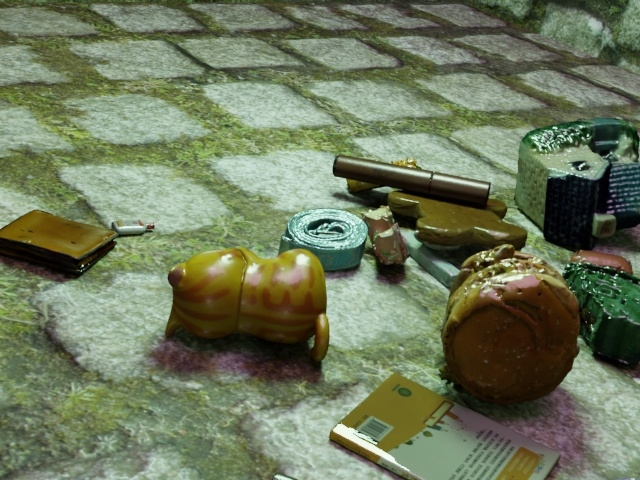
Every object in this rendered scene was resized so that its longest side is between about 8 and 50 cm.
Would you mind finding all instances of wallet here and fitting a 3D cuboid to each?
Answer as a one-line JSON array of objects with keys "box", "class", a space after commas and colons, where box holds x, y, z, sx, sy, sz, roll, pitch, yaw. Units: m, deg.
[{"box": [-0.496, 0.001, 1.784, 0.196, 0.041, 0.161, 14, 22, 11], "class": "wallet"}]

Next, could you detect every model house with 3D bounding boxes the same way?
[{"box": [0.640, -0.114, 2.205, 0.299, 0.243, 0.284, -8, 34, -10], "class": "model house"}]

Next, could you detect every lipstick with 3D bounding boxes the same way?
[{"box": [0.202, -0.138, 2.158, 0.357, 0.057, 0.057, 12, 26, 13], "class": "lipstick"}]

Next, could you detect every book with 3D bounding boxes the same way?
[{"box": [0.189, 0.307, 1.437, 0.296, 0.020, 0.208, 24, 29, 25], "class": "book"}]

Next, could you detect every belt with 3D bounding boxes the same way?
[{"box": [0.009, 0.001, 1.917, 0.163, 0.082, 0.147, 16, 37, 3], "class": "belt"}]

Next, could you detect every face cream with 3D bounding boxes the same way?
[{"box": [-0.370, -0.027, 1.900, 0.083, 0.021, 0.040, -4, 30, -27], "class": "face cream"}]

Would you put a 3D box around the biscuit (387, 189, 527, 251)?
[{"box": [0.290, -0.057, 2.144, 0.283, 0.064, 0.432, 4, 18, -13], "class": "biscuit"}]

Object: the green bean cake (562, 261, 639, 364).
[{"box": [0.535, 0.132, 1.818, 0.194, 0.107, 0.208, 20, 29, 17], "class": "green bean cake"}]

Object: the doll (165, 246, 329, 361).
[{"box": [-0.116, 0.095, 1.601, 0.270, 0.166, 0.162, 6, 25, -2], "class": "doll"}]

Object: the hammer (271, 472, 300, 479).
[{"box": [0.072, 0.365, 1.274, 0.297, 0.026, 0.125, 17, 22, 13], "class": "hammer"}]

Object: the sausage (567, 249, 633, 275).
[{"box": [0.589, 0.060, 2.020, 0.141, 0.076, 0.076, 10, 26, 0], "class": "sausage"}]

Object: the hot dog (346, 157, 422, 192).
[{"box": [0.149, -0.154, 2.237, 0.188, 0.055, 0.072, -13, 10, 17], "class": "hot dog"}]

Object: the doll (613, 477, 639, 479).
[{"box": [0.508, 0.360, 1.385, 0.228, 0.075, 0.102, -9, 21, -17], "class": "doll"}]

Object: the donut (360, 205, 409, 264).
[{"box": [0.135, 0.000, 1.943, 0.065, 0.117, 0.166, -20, 19, 2], "class": "donut"}]

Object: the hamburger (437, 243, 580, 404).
[{"box": [0.305, 0.151, 1.580, 0.245, 0.261, 0.211, 53, 8, -8], "class": "hamburger"}]

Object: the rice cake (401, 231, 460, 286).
[{"box": [0.224, 0.035, 1.976, 0.043, 0.034, 0.211, -2, 28, -31], "class": "rice cake"}]
